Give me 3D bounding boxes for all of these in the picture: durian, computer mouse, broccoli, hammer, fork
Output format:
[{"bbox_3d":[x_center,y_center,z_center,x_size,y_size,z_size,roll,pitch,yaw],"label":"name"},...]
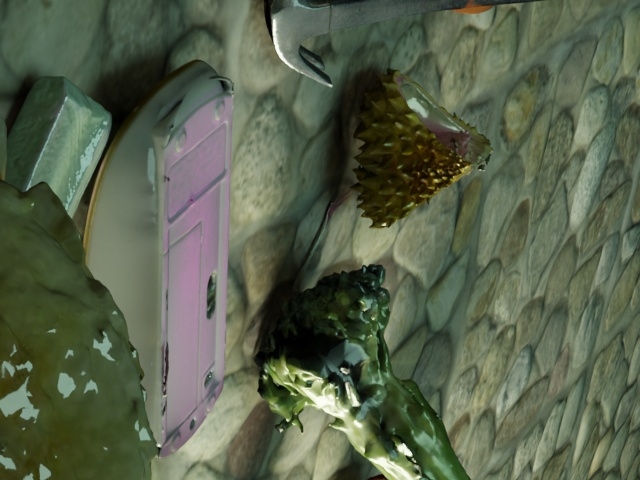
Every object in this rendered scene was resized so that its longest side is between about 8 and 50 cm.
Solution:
[{"bbox_3d":[0.096,-0.079,1.599,0.182,0.132,0.165,-74,172,-47],"label":"durian"},{"bbox_3d":[-0.120,0.016,1.270,0.158,0.072,0.310,-47,145,-55],"label":"computer mouse"},{"bbox_3d":[0.068,0.169,1.562,0.145,0.304,0.165,-38,-174,-23],"label":"broccoli"},{"bbox_3d":[0.095,-0.200,1.398,0.290,0.037,0.137,-10,142,-14],"label":"hammer"},{"bbox_3d":[-0.001,-0.001,1.610,0.115,0.012,0.016,-61,152,-10],"label":"fork"}]

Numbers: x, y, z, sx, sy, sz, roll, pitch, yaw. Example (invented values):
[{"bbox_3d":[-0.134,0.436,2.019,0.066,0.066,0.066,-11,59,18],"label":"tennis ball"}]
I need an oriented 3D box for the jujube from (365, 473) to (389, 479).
[{"bbox_3d":[0.084,0.359,1.912,0.155,0.155,0.230,-60,156,-24],"label":"jujube"}]

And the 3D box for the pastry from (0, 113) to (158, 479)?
[{"bbox_3d":[-0.223,0.101,0.829,0.136,0.330,0.329,-23,129,-61],"label":"pastry"}]

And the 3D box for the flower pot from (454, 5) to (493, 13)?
[{"bbox_3d":[0.125,-0.302,1.462,0.190,0.191,0.173,-43,158,-47],"label":"flower pot"}]

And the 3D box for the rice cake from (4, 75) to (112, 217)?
[{"bbox_3d":[-0.203,0.002,1.121,0.221,0.042,0.080,-68,161,-7],"label":"rice cake"}]
